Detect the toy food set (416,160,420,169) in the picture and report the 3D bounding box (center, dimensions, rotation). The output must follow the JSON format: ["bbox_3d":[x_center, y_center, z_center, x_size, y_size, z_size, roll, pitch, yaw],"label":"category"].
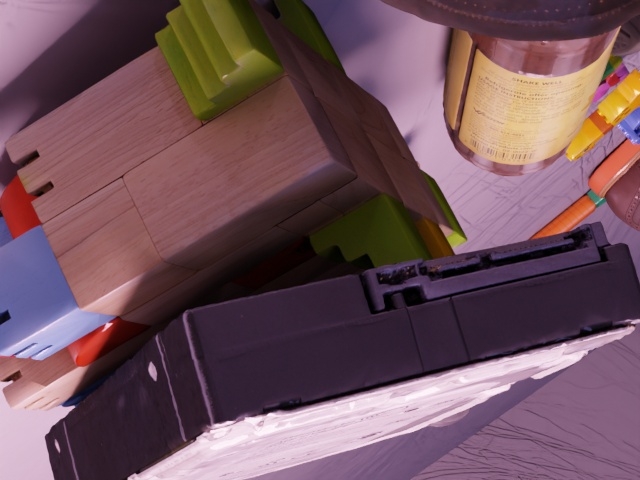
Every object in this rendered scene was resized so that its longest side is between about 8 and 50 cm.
[{"bbox_3d":[0.000,0.000,1.326,0.192,0.038,0.132,-43,172,-4],"label":"toy food set"}]

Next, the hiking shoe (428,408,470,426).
[{"bbox_3d":[0.039,0.022,1.110,0.086,0.227,0.114,-21,155,-26],"label":"hiking shoe"}]

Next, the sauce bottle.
[{"bbox_3d":[0.146,-0.149,1.068,0.111,0.111,0.344,-35,166,-11],"label":"sauce bottle"}]

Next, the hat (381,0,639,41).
[{"bbox_3d":[0.096,-0.238,0.656,0.331,0.134,0.331,-24,144,-19],"label":"hat"}]

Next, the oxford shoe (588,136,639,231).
[{"bbox_3d":[0.436,-0.121,1.844,0.271,0.098,0.097,-46,163,26],"label":"oxford shoe"}]

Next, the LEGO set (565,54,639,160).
[{"bbox_3d":[0.240,-0.120,1.420,0.093,0.087,0.227,-42,164,10],"label":"LEGO set"}]

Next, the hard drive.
[{"bbox_3d":[-0.005,0.081,0.887,0.236,0.064,0.339,-12,168,-24],"label":"hard drive"}]

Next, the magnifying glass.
[{"bbox_3d":[0.348,-0.064,1.962,0.231,0.026,0.092,-41,165,1],"label":"magnifying glass"}]

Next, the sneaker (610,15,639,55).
[{"bbox_3d":[0.279,-0.228,1.195,0.130,0.087,0.227,-23,154,-27],"label":"sneaker"}]

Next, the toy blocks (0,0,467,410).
[{"bbox_3d":[-0.085,0.003,0.913,0.261,0.191,0.381,-30,166,11],"label":"toy blocks"}]
